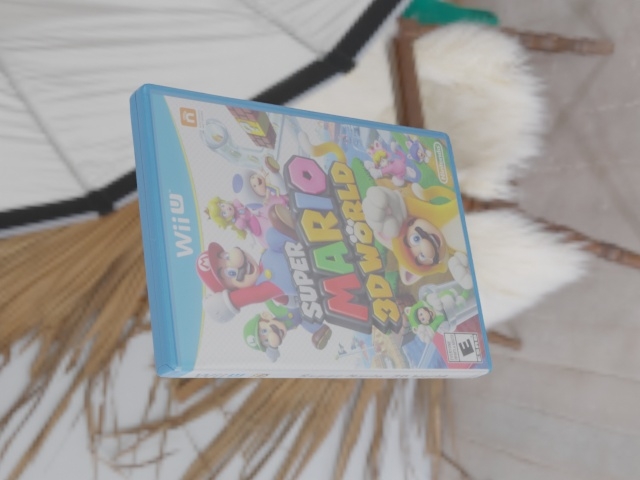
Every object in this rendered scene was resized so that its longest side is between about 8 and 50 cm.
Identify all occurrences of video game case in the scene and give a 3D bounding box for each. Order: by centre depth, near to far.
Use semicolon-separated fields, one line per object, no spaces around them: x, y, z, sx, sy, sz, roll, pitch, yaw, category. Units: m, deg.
0.000;0.000;0.514;0.015;0.166;0.119;-29;63;49;video game case
